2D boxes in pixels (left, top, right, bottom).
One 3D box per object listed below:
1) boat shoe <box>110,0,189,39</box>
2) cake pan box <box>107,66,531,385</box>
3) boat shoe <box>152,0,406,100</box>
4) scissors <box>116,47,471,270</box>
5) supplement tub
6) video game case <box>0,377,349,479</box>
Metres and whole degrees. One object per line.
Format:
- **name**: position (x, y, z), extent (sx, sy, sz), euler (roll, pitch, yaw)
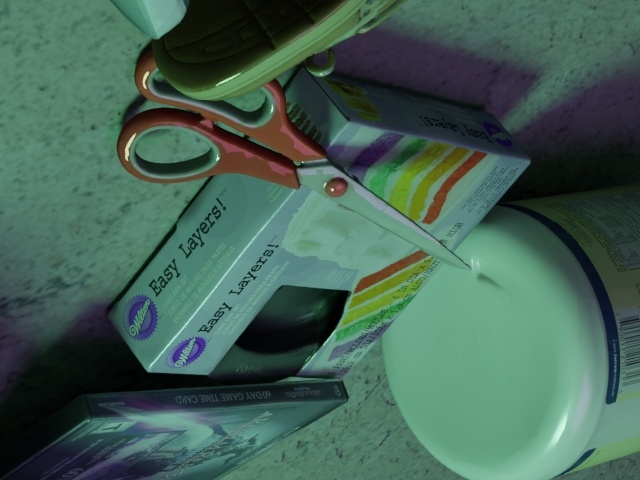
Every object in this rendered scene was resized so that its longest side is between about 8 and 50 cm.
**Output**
- **boat shoe**: position (-0.096, -0.201, 0.798), extent (0.084, 0.095, 0.258), euler (-37, 142, -13)
- **cake pan box**: position (0.000, 0.000, 1.336), extent (0.246, 0.070, 0.267), euler (11, 126, -51)
- **boat shoe**: position (0.027, -0.174, 1.075), extent (0.285, 0.104, 0.089), euler (-38, 148, -1)
- **scissors**: position (0.002, -0.051, 1.181), extent (0.297, 0.021, 0.109), euler (18, 121, -24)
- **supplement tub**: position (0.240, 0.072, 1.527), extent (0.325, 0.235, 0.235), euler (-8, 140, -41)
- **video game case**: position (-0.135, 0.163, 1.395), extent (0.274, 0.026, 0.196), euler (2, 151, -46)
